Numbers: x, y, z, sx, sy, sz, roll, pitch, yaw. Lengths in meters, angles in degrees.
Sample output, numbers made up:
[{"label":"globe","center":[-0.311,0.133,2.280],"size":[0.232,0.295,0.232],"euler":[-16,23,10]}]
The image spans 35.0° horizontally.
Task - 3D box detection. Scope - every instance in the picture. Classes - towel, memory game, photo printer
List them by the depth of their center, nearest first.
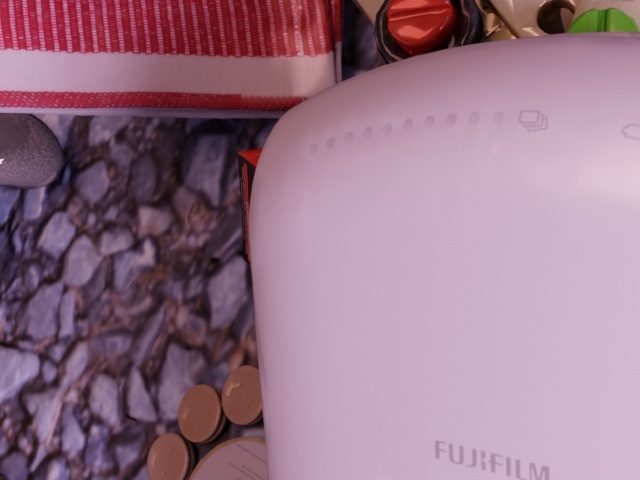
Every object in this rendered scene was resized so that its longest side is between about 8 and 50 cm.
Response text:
[{"label":"photo printer","center":[0.092,0.079,0.382],"size":[0.256,0.107,0.307],"euler":[6,105,39]},{"label":"memory game","center":[-0.043,0.165,0.595],"size":[0.186,0.012,0.186],"euler":[-13,68,34]},{"label":"towel","center":[-0.103,-0.241,0.637],"size":[0.237,0.037,0.329],"euler":[0,84,-5]}]

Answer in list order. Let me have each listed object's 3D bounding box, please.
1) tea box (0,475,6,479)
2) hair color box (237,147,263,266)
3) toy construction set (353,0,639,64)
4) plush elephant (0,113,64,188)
[{"label":"tea box","center":[-0.374,0.285,0.610],"size":[0.220,0.323,0.329],"euler":[20,87,40]},{"label":"hair color box","center":[0.000,0.000,0.552],"size":[0.141,0.043,0.072],"euler":[37,134,57]},{"label":"toy construction set","center":[0.105,-0.168,0.488],"size":[0.215,0.151,0.328],"euler":[-37,54,8]},{"label":"plush elephant","center":[-0.404,-0.034,0.817],"size":[0.330,0.272,0.255],"euler":[-49,3,-26]}]
